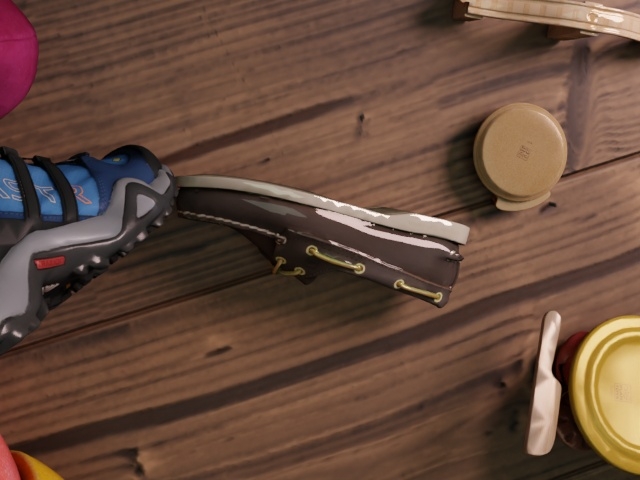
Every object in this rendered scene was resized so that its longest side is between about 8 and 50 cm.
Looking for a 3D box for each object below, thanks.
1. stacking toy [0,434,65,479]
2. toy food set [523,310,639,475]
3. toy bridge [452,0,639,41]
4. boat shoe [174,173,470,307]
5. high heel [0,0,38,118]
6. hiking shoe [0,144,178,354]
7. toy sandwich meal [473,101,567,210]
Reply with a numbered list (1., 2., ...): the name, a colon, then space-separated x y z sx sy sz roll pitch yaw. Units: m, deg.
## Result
1. stacking toy: -0.255 0.230 0.612 0.479 0.350 0.351 34 91 -30
2. toy food set: 0.252 0.130 0.798 0.217 0.071 0.128 10 73 -15
3. toy bridge: 0.193 -0.167 0.734 0.188 0.063 0.026 7 97 -13
4. boat shoe: 0.000 0.000 0.710 0.227 0.081 0.069 11 92 -16
5. high heel: -0.355 -0.074 0.573 0.377 0.181 0.127 -24 103 -7
6. hiking shoe: -0.185 -0.020 0.569 0.113 0.304 0.132 -34 98 24
7. toy sandwich meal: 0.156 -0.067 0.762 0.085 0.029 0.086 -1 95 -9
